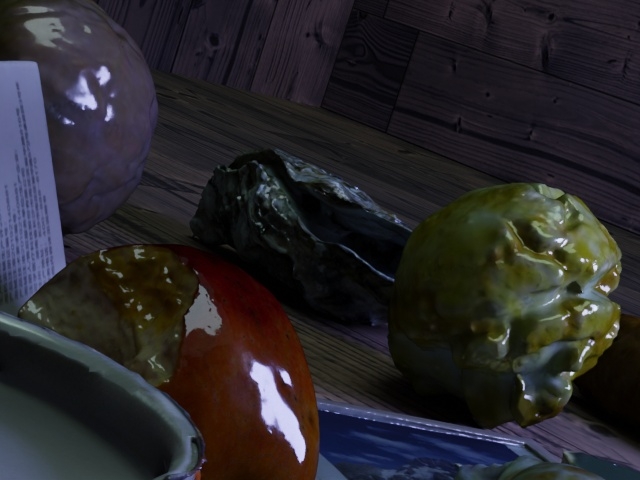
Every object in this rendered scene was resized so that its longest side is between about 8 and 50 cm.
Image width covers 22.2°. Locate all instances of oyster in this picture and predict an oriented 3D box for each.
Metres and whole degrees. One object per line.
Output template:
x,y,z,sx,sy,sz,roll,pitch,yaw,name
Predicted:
-0.005,-0.003,1.625,0.351,0.158,0.162,16,-37,43,oyster

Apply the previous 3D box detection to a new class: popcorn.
0.151,0.049,1.333,0.183,0.204,0.221,45,-7,8,popcorn

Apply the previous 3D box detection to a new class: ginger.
0.329,0.137,1.485,0.133,0.107,0.309,-7,19,-38,ginger

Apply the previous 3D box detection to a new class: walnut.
-0.267,-0.115,1.406,0.248,0.248,0.248,18,9,-3,walnut

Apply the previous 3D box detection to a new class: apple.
-0.072,0.091,0.829,0.147,0.156,0.158,8,42,-46,apple

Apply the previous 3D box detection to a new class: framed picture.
0.078,0.158,1.121,0.281,0.019,0.209,13,10,-27,framed picture

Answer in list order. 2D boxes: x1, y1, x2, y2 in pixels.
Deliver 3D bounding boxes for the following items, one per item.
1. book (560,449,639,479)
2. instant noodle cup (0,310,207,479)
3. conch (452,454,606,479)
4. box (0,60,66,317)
0.295,0.242,0.928,0.260,0.043,0.371,17,13,-13,book
-0.136,0.113,0.468,0.213,0.174,0.213,18,9,-3,instant noodle cup
0.110,0.170,0.864,0.116,0.106,0.173,-17,12,-41,conch
-0.280,-0.004,0.769,0.225,0.143,0.341,-6,6,11,box
